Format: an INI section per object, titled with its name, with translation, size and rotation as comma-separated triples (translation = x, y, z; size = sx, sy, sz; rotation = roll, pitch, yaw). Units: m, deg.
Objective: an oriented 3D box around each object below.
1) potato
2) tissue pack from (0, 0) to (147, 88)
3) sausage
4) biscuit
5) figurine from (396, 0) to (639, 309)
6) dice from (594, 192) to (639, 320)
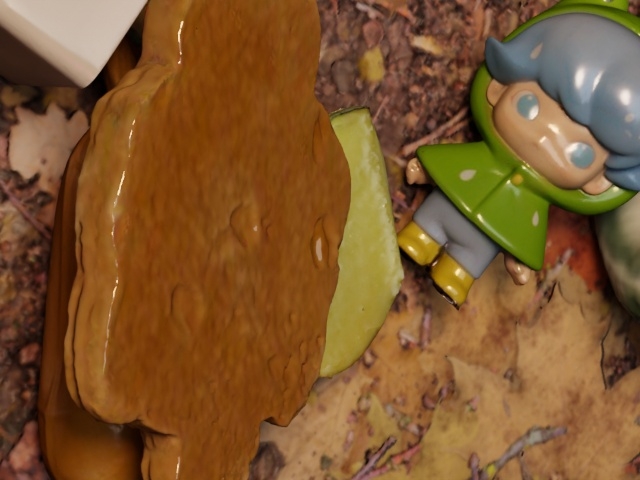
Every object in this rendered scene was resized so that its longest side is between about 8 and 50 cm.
[potato]
translation = 0.000, 0.000, 1.171
size = 0.119, 0.054, 0.198
rotation = 1, 91, -26
[tissue pack]
translation = -0.155, -0.234, 0.991
size = 0.136, 0.159, 0.246
rotation = 38, 78, -27
[sausage]
translation = -0.130, 0.010, 1.068
size = 0.112, 0.112, 0.328
rotation = 0, 97, -30
[biscuit]
translation = -0.066, 0.000, 1.022
size = 0.269, 0.051, 0.376
rotation = 7, 89, -58
[figurine]
translation = 0.164, -0.070, 1.209
size = 0.162, 0.143, 0.263
rotation = 44, 92, 9
[dice]
translation = 0.445, -0.050, 1.251
size = 0.330, 0.348, 0.328
rotation = 14, 91, -29
